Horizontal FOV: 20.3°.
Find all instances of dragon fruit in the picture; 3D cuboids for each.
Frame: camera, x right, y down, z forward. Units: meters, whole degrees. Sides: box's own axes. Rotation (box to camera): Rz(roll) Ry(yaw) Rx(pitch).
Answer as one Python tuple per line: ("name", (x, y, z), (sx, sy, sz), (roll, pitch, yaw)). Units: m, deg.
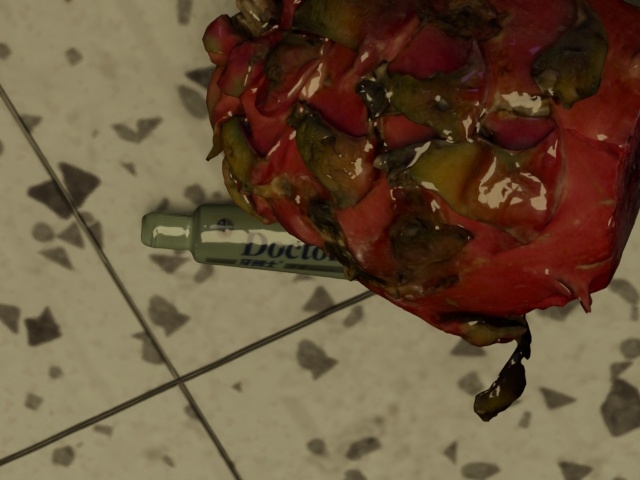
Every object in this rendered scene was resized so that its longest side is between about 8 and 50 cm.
("dragon fruit", (0.065, -0.072, 1.133), (0.291, 0.250, 0.269), (11, 138, 14))

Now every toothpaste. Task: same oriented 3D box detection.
("toothpaste", (0.000, 0.000, 1.271), (0.255, 0.037, 0.067), (4, 113, -4))
